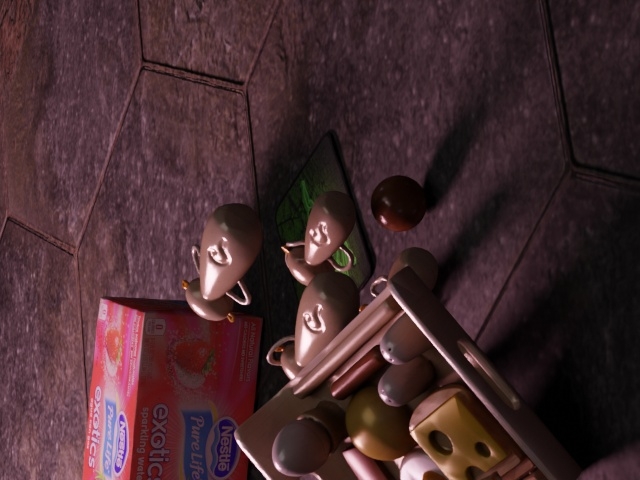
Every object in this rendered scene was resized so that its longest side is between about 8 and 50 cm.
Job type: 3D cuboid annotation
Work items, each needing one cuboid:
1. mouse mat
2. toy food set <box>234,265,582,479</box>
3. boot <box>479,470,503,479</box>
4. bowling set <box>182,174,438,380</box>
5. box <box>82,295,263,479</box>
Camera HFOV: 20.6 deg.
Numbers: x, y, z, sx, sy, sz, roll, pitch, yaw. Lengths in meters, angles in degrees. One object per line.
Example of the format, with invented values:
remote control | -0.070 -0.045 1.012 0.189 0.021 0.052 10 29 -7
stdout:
mouse mat | 0.000 0.000 1.858 0.152 0.007 0.190 -56 41 44
toy food set | 0.064 0.181 1.508 0.220 0.092 0.306 49 141 5
boot | 0.055 0.269 1.455 0.269 0.089 0.236 -38 44 27
bowling set | 0.035 0.047 1.660 0.287 0.200 0.154 40 143 13
box | -0.172 0.222 2.004 0.142 0.154 0.300 12 96 62
